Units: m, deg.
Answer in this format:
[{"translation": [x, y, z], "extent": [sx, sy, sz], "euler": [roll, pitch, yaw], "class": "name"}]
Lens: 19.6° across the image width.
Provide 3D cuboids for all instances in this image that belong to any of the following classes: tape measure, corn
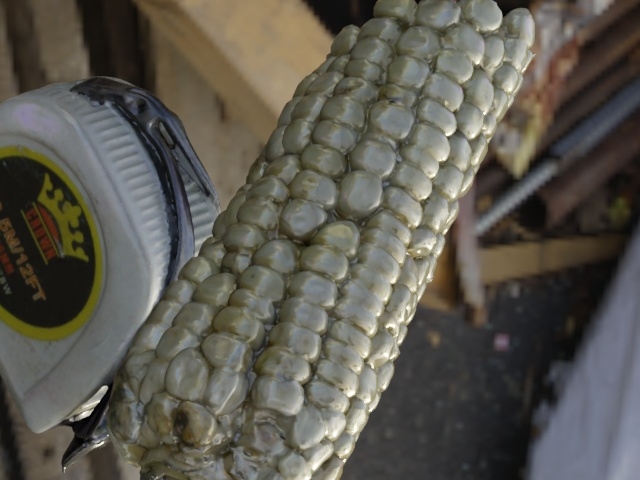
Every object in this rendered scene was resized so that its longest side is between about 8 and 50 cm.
[{"translation": [-0.164, 0.014, 1.422], "extent": [0.133, 0.231, 0.271], "euler": [-19, 83, -51], "class": "tape measure"}, {"translation": [0.000, 0.000, 0.636], "extent": [0.087, 0.087, 0.211], "euler": [48, 58, -44], "class": "corn"}]
